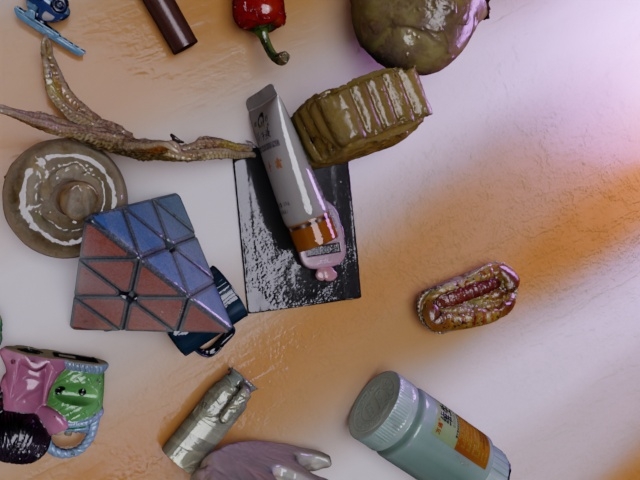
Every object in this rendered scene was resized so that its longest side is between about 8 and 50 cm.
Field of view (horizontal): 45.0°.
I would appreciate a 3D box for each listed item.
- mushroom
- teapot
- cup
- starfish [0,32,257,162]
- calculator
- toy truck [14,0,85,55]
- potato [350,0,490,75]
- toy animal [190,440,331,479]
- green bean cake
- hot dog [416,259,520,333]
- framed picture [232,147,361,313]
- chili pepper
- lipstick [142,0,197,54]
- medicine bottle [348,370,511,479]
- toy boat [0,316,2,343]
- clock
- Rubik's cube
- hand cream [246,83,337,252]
[{"bbox_3d":[-0.422,-0.070,1.297,0.207,0.215,0.207,-2,94,-25],"label":"mushroom"},{"bbox_3d":[-0.200,0.334,1.439,0.077,0.107,0.200,42,76,-12],"label":"teapot"},{"bbox_3d":[-0.214,0.146,1.430,0.138,0.113,0.150,-35,100,-15],"label":"cup"},{"bbox_3d":[-0.323,-0.201,1.312,0.398,0.384,0.132,28,97,-2],"label":"starfish"},{"bbox_3d":[0.000,0.000,1.546,0.103,0.024,0.166,-8,91,-21],"label":"calculator"},{"bbox_3d":[-0.463,-0.392,1.364,0.136,0.063,0.074,31,99,-20],"label":"toy truck"},{"bbox_3d":[0.164,-0.462,1.512,0.237,0.289,0.301,-45,142,2],"label":"potato"},{"bbox_3d":[-0.120,0.479,1.391,0.266,0.308,0.188,26,97,-10],"label":"toy animal"},{"bbox_3d":[0.074,-0.228,1.472,0.229,0.224,0.131,-22,89,-25],"label":"green bean cake"},{"bbox_3d":[0.315,0.126,1.652,0.252,0.069,0.131,-14,96,-19],"label":"hot dog"},{"bbox_3d":[-0.044,-0.029,1.547,0.244,0.013,0.324,-6,92,-21],"label":"framed picture"},{"bbox_3d":[-0.126,-0.513,1.469,0.110,0.110,0.388,-7,87,-20],"label":"chili pepper"},{"bbox_3d":[-0.336,-0.511,1.411,0.057,0.057,0.357,-32,101,-18],"label":"lipstick"},{"bbox_3d":[0.225,0.412,1.573,0.318,0.158,0.158,37,78,-17],"label":"medicine bottle"},{"bbox_3d":[-0.672,0.117,1.269,0.293,0.099,0.108,23,81,-27],"label":"toy boat"},{"bbox_3d":[-0.476,0.291,1.340,0.194,0.100,0.196,15,86,-22],"label":"clock"},{"bbox_3d":[-0.306,0.050,1.335,0.228,0.228,0.233,-8,101,-29],"label":"Rubik's cube"},{"bbox_3d":[-0.056,-0.138,1.461,0.089,0.139,0.314,-22,93,-27],"label":"hand cream"}]
